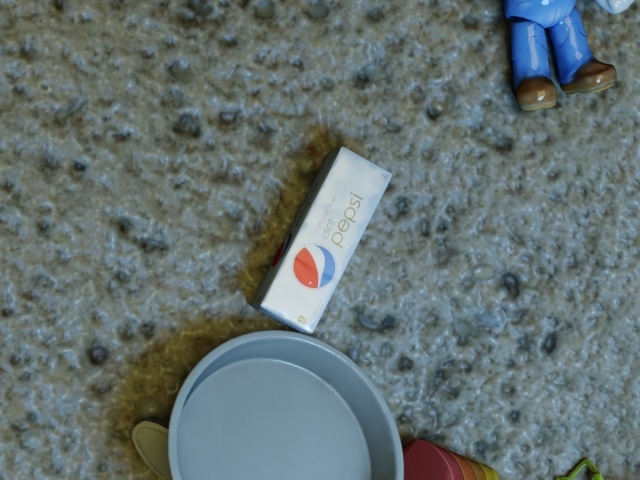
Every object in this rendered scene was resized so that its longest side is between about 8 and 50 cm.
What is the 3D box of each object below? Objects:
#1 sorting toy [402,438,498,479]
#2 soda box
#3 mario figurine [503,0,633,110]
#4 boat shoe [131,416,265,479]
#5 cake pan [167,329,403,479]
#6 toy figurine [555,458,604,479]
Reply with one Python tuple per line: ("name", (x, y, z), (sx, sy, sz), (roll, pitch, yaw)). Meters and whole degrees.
("sorting toy", (0.233, 0.360, 1.569), (0.126, 0.365, 0.127), (-3, 123, -38))
("soda box", (0.000, 0.000, 1.619), (0.074, 0.069, 0.216), (29, 81, -11))
("mario figurine", (0.265, -0.324, 1.642), (0.198, 0.170, 0.320), (-29, 105, -48))
("boat shoe", (-0.126, 0.262, 1.593), (0.206, 0.075, 0.065), (33, 38, -6))
("cake pan", (-0.044, 0.249, 1.556), (0.293, 0.054, 0.293), (11, 63, -23))
("toy figurine", (0.279, 0.470, 1.662), (0.362, 0.191, 0.217), (-33, 131, -26))
